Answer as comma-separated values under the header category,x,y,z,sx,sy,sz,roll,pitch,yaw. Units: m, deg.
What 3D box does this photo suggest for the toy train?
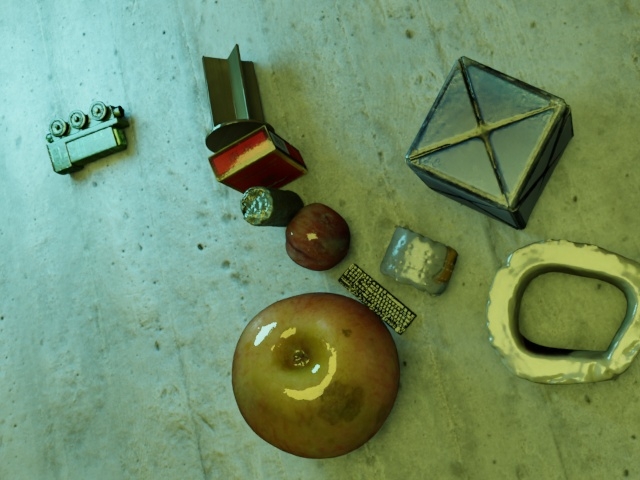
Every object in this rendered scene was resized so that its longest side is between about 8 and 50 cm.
category,x,y,z,sx,sy,sz,roll,pitch,yaw
toy train,-0.593,-0.264,2.186,0.225,0.090,0.137,-19,84,14

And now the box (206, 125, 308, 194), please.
category,x,y,z,sx,sy,sz,roll,pitch,yaw
box,-0.137,-0.172,1.946,0.153,0.240,0.074,-32,74,11

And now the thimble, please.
category,x,y,z,sx,sy,sz,roll,pitch,yaw
thimble,0.215,0.047,1.866,0.151,0.127,0.118,24,91,20

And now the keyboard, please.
category,x,y,z,sx,sy,sz,roll,pitch,yaw
keyboard,0.126,0.131,1.940,0.195,0.018,0.060,40,92,18

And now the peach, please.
category,x,y,z,sx,sy,sz,roll,pitch,yaw
peach,0.000,0.000,1.941,0.152,0.152,0.152,-2,82,17

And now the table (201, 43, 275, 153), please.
category,x,y,z,sx,sy,sz,roll,pitch,yaw
table,-0.207,-0.340,2.050,0.167,0.167,0.227,-16,69,15

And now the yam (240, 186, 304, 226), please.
category,x,y,z,sx,sy,sz,roll,pitch,yaw
yam,-0.108,-0.074,1.920,0.093,0.259,0.093,0,91,13

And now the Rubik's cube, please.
category,x,y,z,sx,sy,sz,roll,pitch,yaw
Rubik's cube,0.359,-0.193,1.791,0.260,0.255,0.259,31,93,21

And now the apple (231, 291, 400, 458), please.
category,x,y,z,sx,sy,sz,roll,pitch,yaw
apple,-0.015,0.281,1.800,0.363,0.364,0.364,-2,82,17

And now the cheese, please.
category,x,y,z,sx,sy,sz,roll,pitch,yaw
cheese,0.513,0.154,1.746,0.332,0.153,0.292,4,84,19
